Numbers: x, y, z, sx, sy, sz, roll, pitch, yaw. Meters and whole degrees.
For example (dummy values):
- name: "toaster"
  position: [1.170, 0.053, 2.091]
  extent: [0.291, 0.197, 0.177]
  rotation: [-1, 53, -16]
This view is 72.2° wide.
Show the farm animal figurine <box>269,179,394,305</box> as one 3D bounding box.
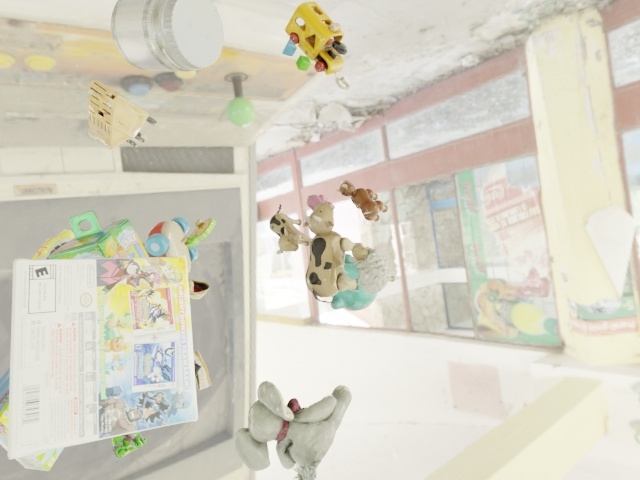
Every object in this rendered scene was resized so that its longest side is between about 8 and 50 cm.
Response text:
- name: "farm animal figurine"
  position: [0.000, 0.000, 1.108]
  extent: [0.330, 0.326, 0.172]
  rotation: [-21, 158, 36]

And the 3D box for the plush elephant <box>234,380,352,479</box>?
- name: "plush elephant"
  position: [-0.098, 0.526, 1.261]
  extent: [0.255, 0.271, 0.330]
  rotation: [36, -167, 5]

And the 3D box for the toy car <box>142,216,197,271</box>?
- name: "toy car"
  position: [-0.599, 0.045, 1.556]
  extent: [0.238, 0.210, 0.219]
  rotation: [-9, -160, 8]

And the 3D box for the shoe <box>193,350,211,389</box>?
- name: "shoe"
  position: [-0.537, 0.582, 1.950]
  extent: [0.058, 0.218, 0.077]
  rotation: [-24, -144, -27]

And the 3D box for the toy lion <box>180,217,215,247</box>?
- name: "toy lion"
  position: [-0.335, -0.021, 1.222]
  extent: [0.034, 0.100, 0.096]
  rotation: [44, 162, -30]

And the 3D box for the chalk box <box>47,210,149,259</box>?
- name: "chalk box"
  position: [-0.484, 0.041, 0.975]
  extent: [0.133, 0.213, 0.132]
  rotation: [-15, -156, 14]

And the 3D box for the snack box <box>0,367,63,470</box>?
- name: "snack box"
  position: [-0.595, 0.352, 0.932]
  extent: [0.070, 0.207, 0.174]
  rotation: [2, -142, 11]

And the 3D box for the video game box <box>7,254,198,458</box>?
- name: "video game box"
  position: [-0.247, 0.121, 0.513]
  extent: [0.187, 0.205, 0.048]
  rotation: [0, 164, -28]

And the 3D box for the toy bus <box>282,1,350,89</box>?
- name: "toy bus"
  position: [0.010, -0.520, 1.139]
  extent: [0.202, 0.190, 0.104]
  rotation: [13, 143, -29]

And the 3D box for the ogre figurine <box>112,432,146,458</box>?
- name: "ogre figurine"
  position: [-0.734, 0.743, 1.664]
  extent: [0.097, 0.118, 0.197]
  rotation: [-37, 166, 15]

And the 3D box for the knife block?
- name: "knife block"
  position: [-0.605, -0.406, 1.380]
  extent: [0.242, 0.088, 0.275]
  rotation: [-56, 180, -43]

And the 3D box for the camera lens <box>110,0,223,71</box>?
- name: "camera lens"
  position: [-0.456, -0.617, 1.298]
  extent: [0.274, 0.219, 0.219]
  rotation: [14, -169, 29]

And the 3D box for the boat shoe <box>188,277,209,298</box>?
- name: "boat shoe"
  position: [-0.313, 0.107, 1.020]
  extent: [0.045, 0.050, 0.135]
  rotation: [-35, 160, 18]

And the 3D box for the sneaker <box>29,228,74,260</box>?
- name: "sneaker"
  position: [-0.823, 0.041, 1.341]
  extent: [0.209, 0.094, 0.081]
  rotation: [-31, 141, 9]

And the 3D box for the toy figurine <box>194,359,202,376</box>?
- name: "toy figurine"
  position: [-0.528, 0.421, 1.444]
  extent: [0.210, 0.148, 0.213]
  rotation: [23, 166, 32]

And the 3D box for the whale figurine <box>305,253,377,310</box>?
- name: "whale figurine"
  position: [0.084, 0.135, 1.523]
  extent: [0.272, 0.216, 0.141]
  rotation: [29, 151, -21]
